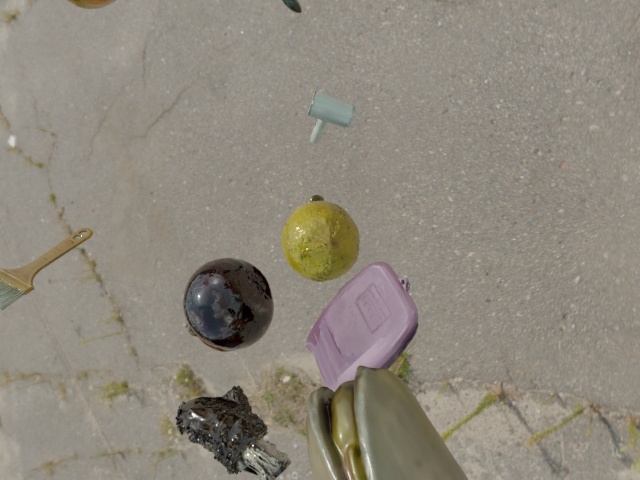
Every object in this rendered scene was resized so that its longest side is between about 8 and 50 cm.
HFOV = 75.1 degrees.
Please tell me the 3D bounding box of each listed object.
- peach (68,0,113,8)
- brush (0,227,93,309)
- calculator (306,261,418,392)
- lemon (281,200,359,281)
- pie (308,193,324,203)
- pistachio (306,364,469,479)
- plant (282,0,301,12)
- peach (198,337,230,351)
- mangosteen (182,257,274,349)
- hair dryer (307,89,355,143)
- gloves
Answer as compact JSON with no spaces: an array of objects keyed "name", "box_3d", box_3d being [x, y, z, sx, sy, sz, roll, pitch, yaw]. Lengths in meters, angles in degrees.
[{"name":"peach","box_3d":[-0.639,-0.816,1.123,0.288,0.289,0.308,15,76,34]},{"name":"brush","box_3d":[-0.639,0.048,0.959,0.103,0.272,0.013,24,132,12]},{"name":"calculator","box_3d":[0.070,0.174,0.804,0.294,0.043,0.194,-53,40,25]},{"name":"lemon","box_3d":[0.000,0.000,1.345,0.257,0.310,0.258,-2,106,-8]},{"name":"pie","box_3d":[-0.015,-0.152,1.750,0.020,0.084,0.085,159,101,-67]},{"name":"pistachio","box_3d":[0.077,0.287,0.454,0.166,0.197,0.288,-37,76,13]},{"name":"plant","box_3d":[-0.141,-0.714,1.074,0.147,0.274,0.149,-63,30,27]},{"name":"peach","box_3d":[-0.332,0.244,1.500,0.245,0.248,0.275,32,85,16]},{"name":"mangosteen","box_3d":[-0.250,0.167,1.037,0.261,0.235,0.236,-33,73,21]},{"name":"hair dryer","box_3d":[0.013,-0.354,1.284,0.236,0.131,0.073,130,156,-68]},{"name":"gloves","box_3d":[-0.210,0.465,1.012,0.312,0.210,0.135,28,92,9]}]
